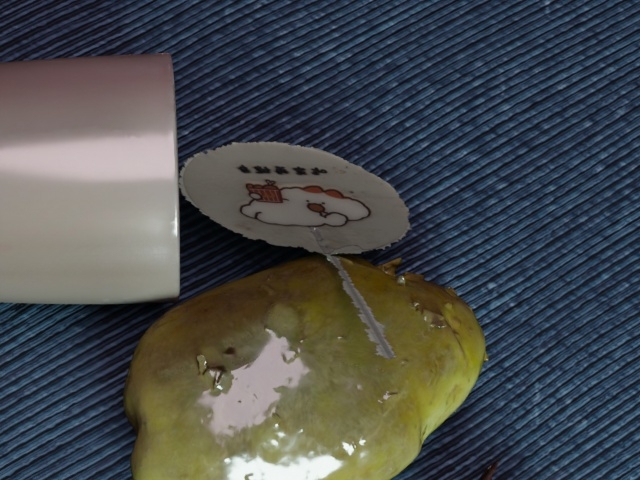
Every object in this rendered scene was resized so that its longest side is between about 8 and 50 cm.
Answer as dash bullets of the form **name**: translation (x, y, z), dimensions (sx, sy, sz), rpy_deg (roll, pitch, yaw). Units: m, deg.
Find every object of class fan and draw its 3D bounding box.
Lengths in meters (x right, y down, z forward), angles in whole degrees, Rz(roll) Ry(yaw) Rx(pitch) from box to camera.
- **fan**: translation (0.000, 0.001, 1.150), dimensions (0.190, 0.009, 0.329), rpy_deg (2, 30, -22)

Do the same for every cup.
- **cup**: translation (-0.213, -0.064, 1.169), dimensions (0.200, 0.191, 0.253), rpy_deg (-1, 39, -6)

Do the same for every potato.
- **potato**: translation (-0.012, 0.107, 1.141), dimensions (0.296, 0.141, 0.192), rpy_deg (-21, 72, -19)

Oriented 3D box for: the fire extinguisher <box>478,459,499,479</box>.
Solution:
- **fire extinguisher**: translation (0.205, 0.322, 1.108), dimensions (0.141, 0.105, 0.341), rpy_deg (-29, 75, -34)
